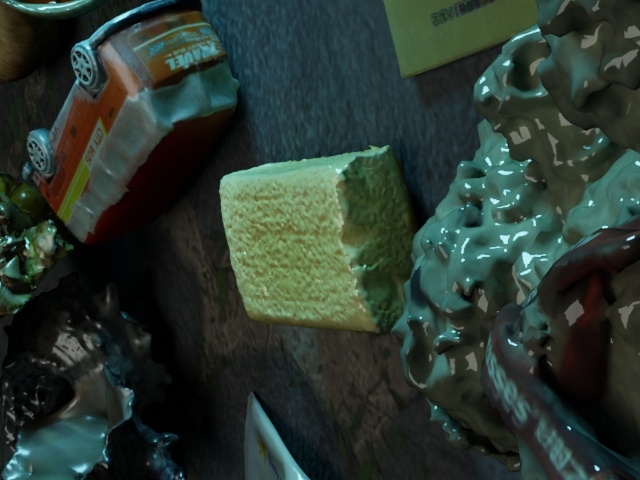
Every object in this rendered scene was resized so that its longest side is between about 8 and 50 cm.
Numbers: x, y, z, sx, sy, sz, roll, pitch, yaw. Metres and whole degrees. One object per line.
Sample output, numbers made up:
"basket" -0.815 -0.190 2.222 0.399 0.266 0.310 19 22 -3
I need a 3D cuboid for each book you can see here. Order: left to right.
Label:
"book" 0.076 -0.210 0.815 0.168 0.013 0.192 -11 93 58

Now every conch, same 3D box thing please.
"conch" -0.224 0.158 1.311 0.313 0.186 0.240 -117 38 -56

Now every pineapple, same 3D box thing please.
"pineapple" -0.374 -0.005 1.281 0.209 0.344 0.286 39 139 -13

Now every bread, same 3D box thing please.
"bread" -0.001 0.000 0.970 0.188 0.068 0.125 -3 100 58

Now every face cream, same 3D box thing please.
"face cream" -0.025 0.232 1.118 0.224 0.070 0.114 44 137 53

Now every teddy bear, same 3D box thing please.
"teddy bear" 0.129 0.049 0.664 0.367 0.224 0.357 -19 72 60

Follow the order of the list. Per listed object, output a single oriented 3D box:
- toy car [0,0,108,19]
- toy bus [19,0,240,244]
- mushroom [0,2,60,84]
"toy car" -0.243 -0.301 1.132 0.145 0.235 0.235 -109 8 -84
"toy bus" -0.161 -0.098 1.145 0.120 0.121 0.265 59 145 10
"mushroom" -0.382 -0.270 1.333 0.278 0.146 0.278 25 152 14
